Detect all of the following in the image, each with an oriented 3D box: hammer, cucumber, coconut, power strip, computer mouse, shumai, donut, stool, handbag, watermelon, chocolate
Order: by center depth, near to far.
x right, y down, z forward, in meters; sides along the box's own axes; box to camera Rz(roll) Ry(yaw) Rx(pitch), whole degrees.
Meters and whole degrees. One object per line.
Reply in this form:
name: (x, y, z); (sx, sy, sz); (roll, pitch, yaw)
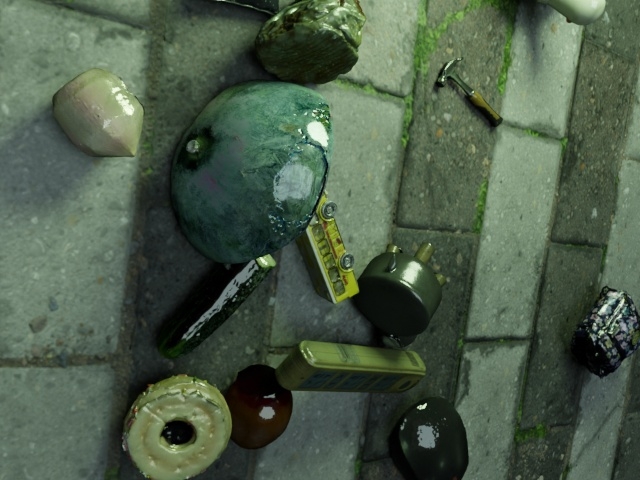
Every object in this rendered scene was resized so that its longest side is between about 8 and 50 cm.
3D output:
coconut: (-0.294, -0.167, 0.756); (0.110, 0.110, 0.124); (-43, 110, -19)
watermelon: (-0.106, -0.119, 0.828); (0.175, 0.188, 0.322); (21, 85, -34)
shumai: (-0.020, -0.348, 0.882); (0.184, 0.184, 0.142); (-1, 76, -31)
donut: (-0.228, 0.295, 0.882); (0.174, 0.068, 0.175); (-3, 99, -16)
cucumber: (-0.169, 0.096, 0.895); (0.241, 0.074, 0.074); (-49, 119, -14)
chocolate: (-0.109, 0.298, 0.958); (0.124, 0.127, 0.133); (-1, 113, -1)
power strip: (0.082, 0.244, 1.029); (0.387, 0.066, 0.092); (15, 127, -45)
stool: (0.149, 0.102, 1.065); (0.153, 0.228, 0.139); (32, 52, 9)
hammer: (0.322, -0.307, 1.160); (0.201, 0.021, 0.078); (31, 81, -32)
computer mouse: (0.259, 0.471, 1.210); (0.168, 0.087, 0.296); (-38, 118, -24)
handbag: (0.757, 0.252, 1.460); (0.208, 0.126, 0.229); (-47, 127, -17)

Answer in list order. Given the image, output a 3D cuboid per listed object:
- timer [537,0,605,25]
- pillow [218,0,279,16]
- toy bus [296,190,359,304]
timer: (0.509, -0.581, 1.103); (0.233, 0.240, 0.234); (-27, 153, -15)
pillow: (-0.113, -0.465, 0.849); (0.141, 0.055, 0.209); (-3, 100, -41)
toy bus: (0.000, 0.000, 0.982); (0.074, 0.081, 0.226); (-29, 115, -19)
